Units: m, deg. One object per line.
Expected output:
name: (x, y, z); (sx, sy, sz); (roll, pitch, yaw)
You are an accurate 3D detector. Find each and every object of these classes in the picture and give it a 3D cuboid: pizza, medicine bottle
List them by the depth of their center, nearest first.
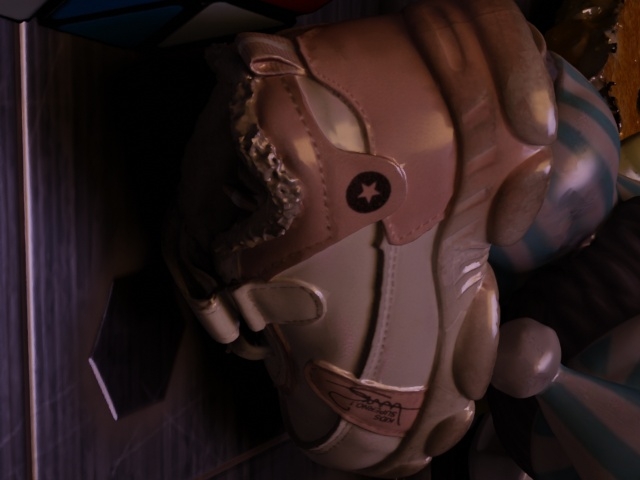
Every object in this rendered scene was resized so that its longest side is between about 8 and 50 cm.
medicine bottle: (0.183, 0.224, 1.520); (0.119, 0.069, 0.183); (-55, 139, -43)
pizza: (0.234, -0.095, 1.528); (0.223, 0.089, 0.323); (-36, 124, -63)

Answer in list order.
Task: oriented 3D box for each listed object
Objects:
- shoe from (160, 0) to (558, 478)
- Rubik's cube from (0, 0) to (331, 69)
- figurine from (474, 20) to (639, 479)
shoe: (-0.001, -0.001, 1.071); (0.198, 0.172, 0.351); (-2, 129, -21)
Rubik's cube: (-0.031, -0.159, 0.982); (0.234, 0.250, 0.284); (85, 20, -59)
figurine: (0.237, 0.066, 1.231); (0.266, 0.377, 0.361); (-42, 132, -6)
